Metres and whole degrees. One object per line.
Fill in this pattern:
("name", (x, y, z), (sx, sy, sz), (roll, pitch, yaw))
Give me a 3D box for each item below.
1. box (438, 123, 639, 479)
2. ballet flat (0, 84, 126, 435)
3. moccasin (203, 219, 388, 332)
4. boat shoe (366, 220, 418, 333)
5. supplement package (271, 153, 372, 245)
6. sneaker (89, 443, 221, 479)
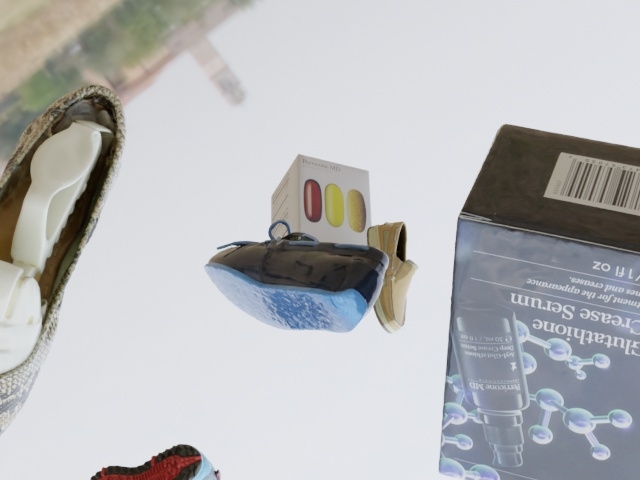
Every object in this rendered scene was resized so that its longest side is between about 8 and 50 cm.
("box", (0.310, 0.103, 1.468), (0.294, 0.395, 0.212), (11, -142, 16))
("ballet flat", (-0.337, 0.010, 1.405), (0.182, 0.164, 0.482), (-48, -161, 55))
("moccasin", (-0.025, 0.052, 1.717), (0.342, 0.137, 0.117), (11, -125, 50))
("boat shoe", (0.116, 0.050, 1.945), (0.072, 0.068, 0.190), (-18, -121, 20))
("supplement package", (0.000, 0.000, 2.110), (0.134, 0.139, 0.244), (126, -31, -50))
("sneaker", (-0.284, 0.434, 2.122), (0.262, 0.125, 0.104), (-20, -132, 21))
